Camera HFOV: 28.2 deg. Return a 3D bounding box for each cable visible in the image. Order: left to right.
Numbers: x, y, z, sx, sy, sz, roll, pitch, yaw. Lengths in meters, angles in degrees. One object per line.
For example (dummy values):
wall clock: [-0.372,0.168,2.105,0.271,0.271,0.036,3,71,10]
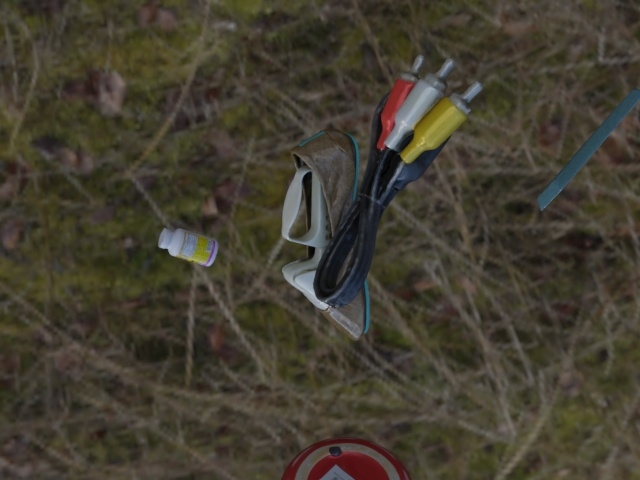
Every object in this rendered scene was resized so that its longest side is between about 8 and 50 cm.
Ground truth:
cable: [0.056,-0.072,1.365,0.072,0.139,0.287,37,89,-41]

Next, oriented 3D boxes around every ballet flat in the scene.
ballet flat: [0.000,0.000,1.958,0.124,0.116,0.342,-13,112,-28]

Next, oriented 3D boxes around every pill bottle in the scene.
pill bottle: [-0.198,0.008,1.904,0.083,0.043,0.043,18,132,-21]

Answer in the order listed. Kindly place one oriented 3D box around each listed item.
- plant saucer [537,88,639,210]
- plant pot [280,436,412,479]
plant saucer: [0.330,-0.115,1.563,0.192,0.018,0.067,-47,174,-23]
plant pot: [0.034,0.353,1.605,0.191,0.191,0.174,-8,138,-12]
